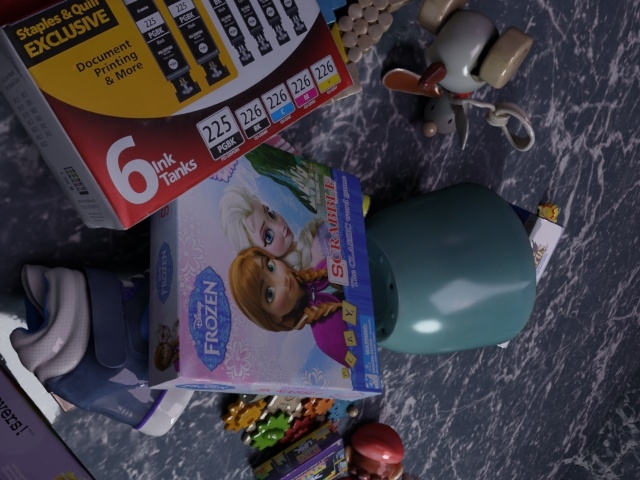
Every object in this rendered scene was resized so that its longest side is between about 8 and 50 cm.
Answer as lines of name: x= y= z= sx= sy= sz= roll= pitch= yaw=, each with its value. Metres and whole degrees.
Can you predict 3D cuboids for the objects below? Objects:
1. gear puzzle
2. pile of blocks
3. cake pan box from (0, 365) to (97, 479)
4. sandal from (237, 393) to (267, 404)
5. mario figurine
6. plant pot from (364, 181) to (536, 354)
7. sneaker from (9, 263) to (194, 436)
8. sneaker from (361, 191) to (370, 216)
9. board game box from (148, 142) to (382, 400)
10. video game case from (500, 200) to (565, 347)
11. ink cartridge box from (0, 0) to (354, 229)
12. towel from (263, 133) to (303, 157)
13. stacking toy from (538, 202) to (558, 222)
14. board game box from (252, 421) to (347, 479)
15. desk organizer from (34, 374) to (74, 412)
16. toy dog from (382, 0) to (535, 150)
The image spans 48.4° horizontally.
gear puzzle: x=-0.044 y=0.314 z=1.286 sx=0.339 sy=0.044 sz=0.176 roll=25 pitch=102 yaw=-51
pile of blocks: x=0.061 y=-0.347 z=0.986 sx=0.362 sy=0.148 sz=0.113 roll=-56 pitch=-176 yaw=10
cake pan box: x=-0.304 y=0.229 z=0.757 sx=0.070 sy=0.246 sz=0.267 roll=-38 pitch=162 yaw=-23
sandal: x=-0.089 y=0.112 z=1.104 sx=0.120 sy=0.086 sz=0.303 roll=-14 pitch=115 yaw=-40
mario figurine: x=0.086 y=0.538 z=1.481 sx=0.198 sy=0.170 sz=0.321 roll=39 pitch=59 yaw=-31
plant pot: x=0.173 y=0.060 z=1.202 sx=0.235 sy=0.293 sz=0.293 roll=-10 pitch=121 yaw=-29
sneaker: x=-0.237 y=0.060 z=0.882 sx=0.236 sy=0.130 sz=0.323 roll=35 pitch=42 yaw=-16
sneaker: x=0.000 y=0.000 z=1.155 sx=0.082 sy=0.069 sz=0.209 roll=22 pitch=107 yaw=-18
board game box: x=-0.064 y=0.033 z=0.901 sx=0.317 sy=0.065 sz=0.319 roll=14 pitch=63 yaw=-42
video game case: x=0.340 y=0.047 z=1.393 sx=0.061 sy=0.269 sz=0.244 roll=22 pitch=99 yaw=-13
ink cartridge box: x=-0.162 y=-0.205 z=0.724 sx=0.309 sy=0.130 sz=0.272 roll=-38 pitch=111 yaw=-27
towel: x=-0.083 y=-0.082 z=1.031 sx=0.144 sy=0.029 sz=0.197 roll=-56 pitch=141 yaw=-3
stacking toy: x=0.486 y=0.033 z=1.687 sx=0.167 sy=0.052 sz=0.221 roll=-27 pitch=131 yaw=-33
board game box: x=-0.034 y=0.431 z=1.339 sx=0.170 sy=0.048 sz=0.141 roll=-29 pitch=144 yaw=-16
desk organizer: x=-0.301 y=0.160 z=0.936 sx=0.130 sy=0.047 sz=0.050 roll=-38 pitch=138 yaw=-24
toy dog: x=0.192 y=-0.227 z=1.078 sx=0.161 sy=0.220 sz=0.334 roll=-45 pitch=147 yaw=-13
